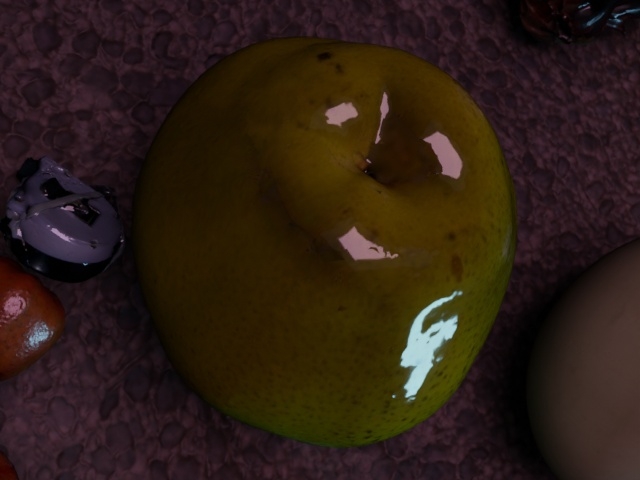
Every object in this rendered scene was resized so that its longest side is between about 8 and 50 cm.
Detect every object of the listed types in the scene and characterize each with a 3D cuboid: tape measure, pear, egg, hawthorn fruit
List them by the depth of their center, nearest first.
[{"bbox_3d":[0.000,0.000,0.815,0.294,0.294,0.294,3,82,-21],"label":"pear"},{"bbox_3d":[-0.231,0.063,0.819,0.081,0.081,0.093,42,73,-12],"label":"hawthorn fruit"},{"bbox_3d":[-0.187,-0.012,0.842,0.091,0.094,0.054,27,117,-19],"label":"tape measure"},{"bbox_3d":[0.287,0.107,0.947,0.269,0.219,0.219,-35,96,-18],"label":"egg"}]

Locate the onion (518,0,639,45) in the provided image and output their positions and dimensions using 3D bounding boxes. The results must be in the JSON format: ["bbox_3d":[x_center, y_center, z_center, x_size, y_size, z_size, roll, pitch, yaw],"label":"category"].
[{"bbox_3d":[0.292,-0.306,1.010,0.281,0.221,0.280,-12,117,-25],"label":"onion"}]

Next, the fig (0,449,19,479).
[{"bbox_3d":[-0.267,0.193,0.763,0.128,0.150,0.128,3,104,10],"label":"fig"}]
